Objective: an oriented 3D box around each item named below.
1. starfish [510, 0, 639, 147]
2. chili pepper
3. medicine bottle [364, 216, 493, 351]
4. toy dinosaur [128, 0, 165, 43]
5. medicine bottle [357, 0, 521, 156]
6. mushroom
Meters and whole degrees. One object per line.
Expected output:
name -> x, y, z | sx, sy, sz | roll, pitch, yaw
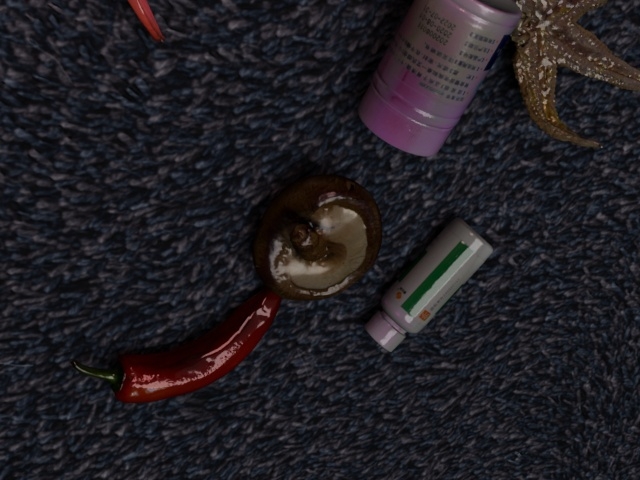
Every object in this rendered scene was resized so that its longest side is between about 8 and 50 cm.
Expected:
starfish -> 0.408, -0.349, 1.675 | 0.383, 0.132, 0.398 | -13, 100, -18
chili pepper -> -0.219, 0.181, 1.721 | 0.368, 0.092, 0.137 | -23, 107, -20
medicine bottle -> 0.187, 0.081, 1.840 | 0.260, 0.095, 0.095 | -47, 127, 4
toy dinosaur -> -0.295, -0.379, 1.373 | 0.138, 0.070, 0.286 | -11, 126, -8
medicine bottle -> 0.175, -0.269, 1.574 | 0.152, 0.152, 0.254 | 11, 124, -30
mushroom -> -0.006, -0.010, 1.682 | 0.231, 0.138, 0.194 | -47, 141, 19
